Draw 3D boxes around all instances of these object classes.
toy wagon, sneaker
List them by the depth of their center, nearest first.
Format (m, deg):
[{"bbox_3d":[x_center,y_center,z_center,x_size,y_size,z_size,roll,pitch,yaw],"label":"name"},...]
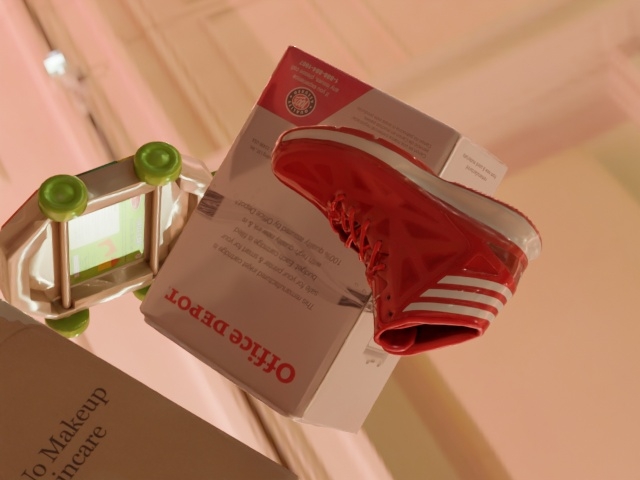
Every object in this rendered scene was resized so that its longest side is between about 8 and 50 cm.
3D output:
[{"bbox_3d":[0.039,0.003,1.245,0.221,0.087,0.128,21,-116,23],"label":"sneaker"},{"bbox_3d":[-0.217,-0.015,2.019,0.344,0.267,0.068,-22,-120,-21],"label":"toy wagon"}]

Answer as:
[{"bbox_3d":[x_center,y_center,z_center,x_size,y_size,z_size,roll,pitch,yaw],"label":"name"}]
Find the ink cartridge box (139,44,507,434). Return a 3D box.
[{"bbox_3d":[0.000,0.000,1.503,0.207,0.117,0.283,31,-87,32],"label":"ink cartridge box"}]

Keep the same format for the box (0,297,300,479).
[{"bbox_3d":[-0.180,0.189,1.354,0.311,0.121,0.148,28,-116,16],"label":"box"}]
